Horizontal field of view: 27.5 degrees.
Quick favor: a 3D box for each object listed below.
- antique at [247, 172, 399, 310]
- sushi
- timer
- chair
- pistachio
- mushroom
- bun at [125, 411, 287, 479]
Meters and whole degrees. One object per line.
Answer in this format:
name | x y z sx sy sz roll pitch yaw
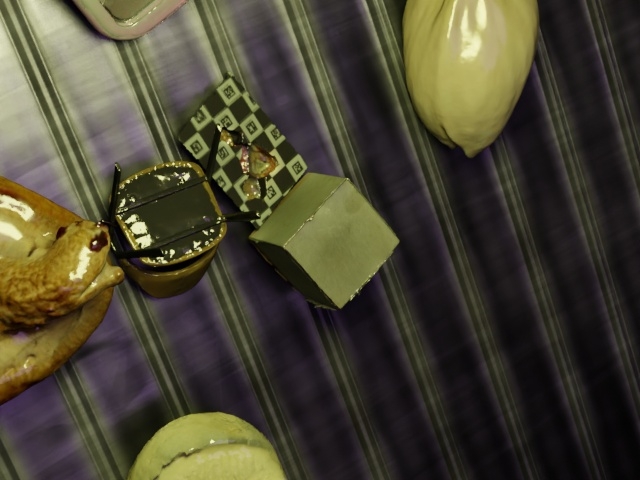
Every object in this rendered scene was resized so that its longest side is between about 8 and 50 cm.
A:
antique | 0.000 0.000 1.949 0.152 0.148 0.146 -48 117 -14
sushi | -0.121 -0.133 1.928 0.201 0.031 0.139 50 63 -25
timer | -0.247 -0.379 1.757 0.208 0.069 0.191 -40 140 -2
chair | -0.205 -0.026 1.827 0.159 0.247 0.172 -23 85 -23
pistachio | 0.227 -0.287 2.005 0.226 0.208 0.331 -39 133 -66
mushroom | -0.429 0.055 1.664 0.346 0.260 0.345 -5 100 -28
bun | -0.174 0.369 1.916 0.259 0.152 0.259 -6 109 -17
